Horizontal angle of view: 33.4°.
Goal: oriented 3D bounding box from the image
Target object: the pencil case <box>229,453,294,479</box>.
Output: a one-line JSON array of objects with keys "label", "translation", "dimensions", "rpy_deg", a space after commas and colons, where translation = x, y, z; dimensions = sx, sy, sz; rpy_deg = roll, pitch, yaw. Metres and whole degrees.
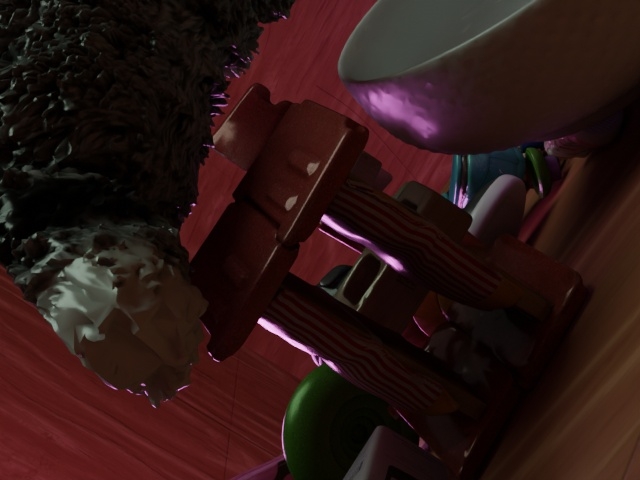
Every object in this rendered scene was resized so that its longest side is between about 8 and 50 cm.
[{"label": "pencil case", "translation": [-0.043, 0.229, 0.938], "dimensions": [0.209, 0.098, 0.095], "rpy_deg": [-19, 10, -42]}]

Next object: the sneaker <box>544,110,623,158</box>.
[{"label": "sneaker", "translation": [0.225, -0.092, 0.920], "dimensions": [0.134, 0.050, 0.070], "rpy_deg": [-82, -2, -62]}]

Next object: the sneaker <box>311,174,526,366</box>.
[{"label": "sneaker", "translation": [0.078, 0.038, 1.054], "dimensions": [0.104, 0.147, 0.296], "rpy_deg": [6, -61, -53]}]

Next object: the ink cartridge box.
[{"label": "ink cartridge box", "translation": [0.026, 0.203, 0.675], "dimensions": [0.109, 0.063, 0.150], "rpy_deg": [-59, -1, 19]}]

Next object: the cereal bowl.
[{"label": "cereal bowl", "translation": [0.188, -0.182, 0.851], "dimensions": [0.339, 0.141, 0.339], "rpy_deg": [-35, 20, 15]}]

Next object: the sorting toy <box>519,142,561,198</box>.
[{"label": "sorting toy", "translation": [0.224, -0.079, 1.059], "dimensions": [0.042, 0.061, 0.102], "rpy_deg": [-17, 10, 2]}]

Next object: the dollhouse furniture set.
[{"label": "dollhouse furniture set", "translation": [0.000, 0.000, 0.779], "dimensions": [0.152, 0.201, 0.374], "rpy_deg": [-57, 23, 3]}]

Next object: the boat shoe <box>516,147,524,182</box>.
[{"label": "boat shoe", "translation": [0.225, -0.101, 1.332], "dimensions": [0.080, 0.073, 0.223], "rpy_deg": [-60, -2, 17]}]

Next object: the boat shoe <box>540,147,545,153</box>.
[{"label": "boat shoe", "translation": [0.240, -0.125, 1.117], "dimensions": [0.226, 0.083, 0.076], "rpy_deg": [7, -78, -76]}]

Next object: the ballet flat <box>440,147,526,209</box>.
[{"label": "ballet flat", "translation": [0.167, -0.029, 1.133], "dimensions": [0.247, 0.087, 0.083], "rpy_deg": [98, 176, -67]}]

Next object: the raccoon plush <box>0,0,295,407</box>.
[{"label": "raccoon plush", "translation": [-0.083, -0.097, 0.698], "dimensions": [0.299, 0.446, 0.216], "rpy_deg": [-45, -43, -6]}]

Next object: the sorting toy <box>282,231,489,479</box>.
[{"label": "sorting toy", "translation": [0.064, 0.138, 0.850], "dimensions": [0.366, 0.127, 0.126], "rpy_deg": [-57, 21, -18]}]
